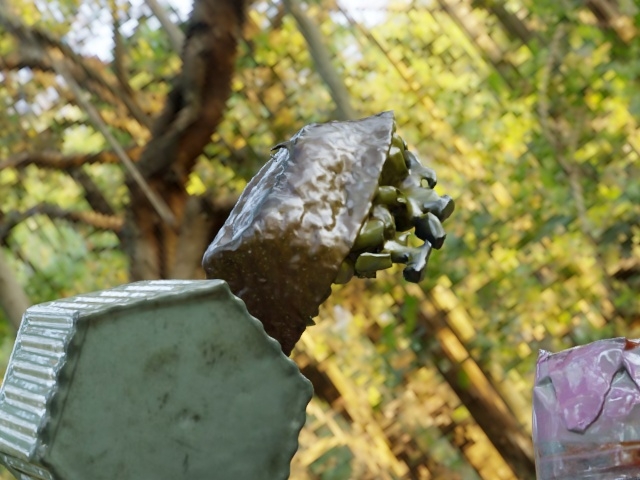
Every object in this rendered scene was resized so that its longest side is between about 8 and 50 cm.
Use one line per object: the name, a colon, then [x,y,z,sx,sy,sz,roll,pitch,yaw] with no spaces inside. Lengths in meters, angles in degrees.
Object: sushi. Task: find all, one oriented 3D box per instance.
sushi: [0.002,-0.003,1.468,0.167,0.179,0.296,-46,10,44]

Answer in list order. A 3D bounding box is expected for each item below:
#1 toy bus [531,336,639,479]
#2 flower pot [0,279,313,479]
toy bus: [0.254,0.158,1.250,0.128,0.147,0.303,-10,-13,21]
flower pot: [-0.144,0.144,1.278,0.209,0.239,0.190,-43,15,-19]
